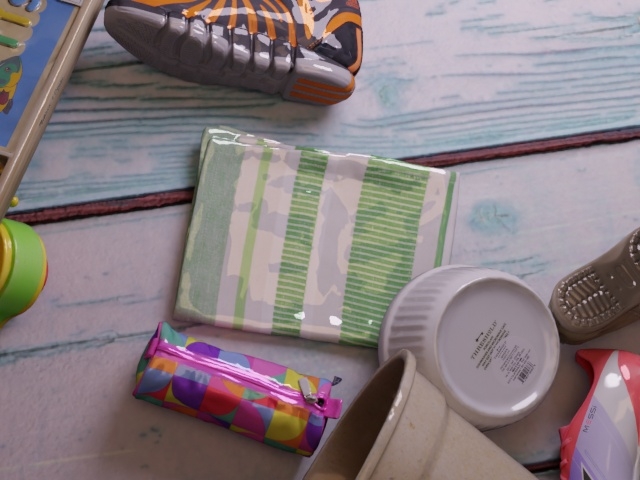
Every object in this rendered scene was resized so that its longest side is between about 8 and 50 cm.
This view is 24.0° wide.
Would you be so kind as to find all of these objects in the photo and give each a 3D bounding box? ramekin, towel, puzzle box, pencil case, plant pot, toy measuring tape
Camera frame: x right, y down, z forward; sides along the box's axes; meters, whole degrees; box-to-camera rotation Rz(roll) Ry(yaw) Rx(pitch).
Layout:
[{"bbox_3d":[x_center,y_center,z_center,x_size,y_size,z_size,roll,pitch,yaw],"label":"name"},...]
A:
[{"bbox_3d":[0.182,0.126,1.757,0.207,0.109,0.207,3,82,-23],"label":"ramekin"},{"bbox_3d":[0.000,0.000,1.827,0.325,0.038,0.247,9,76,-6],"label":"towel"},{"bbox_3d":[-0.435,-0.211,1.750,0.272,0.052,0.408,16,62,4],"label":"puzzle box"},{"bbox_3d":[-0.096,0.172,1.738,0.236,0.104,0.104,17,74,-3],"label":"pencil case"},{"bbox_3d":[0.134,0.335,1.618,0.305,0.334,0.333,31,74,-4],"label":"plant pot"},{"bbox_3d":[-0.370,0.090,1.706,0.121,0.121,0.330,2,75,-8],"label":"toy measuring tape"}]

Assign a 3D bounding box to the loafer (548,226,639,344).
[{"bbox_3d":[0.374,0.052,1.843,0.269,0.092,0.102,-20,73,-28],"label":"loafer"}]

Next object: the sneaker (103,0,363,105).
[{"bbox_3d":[-0.100,-0.287,1.854,0.321,0.124,0.180,14,70,-16],"label":"sneaker"}]

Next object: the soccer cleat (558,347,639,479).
[{"bbox_3d":[0.325,0.279,1.774,0.116,0.108,0.318,16,71,8],"label":"soccer cleat"}]
